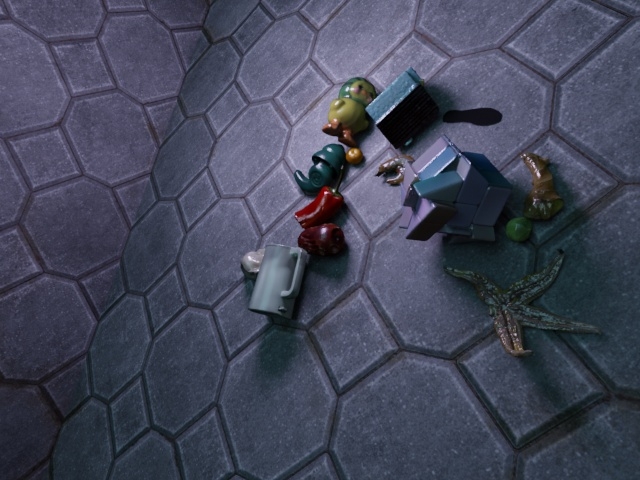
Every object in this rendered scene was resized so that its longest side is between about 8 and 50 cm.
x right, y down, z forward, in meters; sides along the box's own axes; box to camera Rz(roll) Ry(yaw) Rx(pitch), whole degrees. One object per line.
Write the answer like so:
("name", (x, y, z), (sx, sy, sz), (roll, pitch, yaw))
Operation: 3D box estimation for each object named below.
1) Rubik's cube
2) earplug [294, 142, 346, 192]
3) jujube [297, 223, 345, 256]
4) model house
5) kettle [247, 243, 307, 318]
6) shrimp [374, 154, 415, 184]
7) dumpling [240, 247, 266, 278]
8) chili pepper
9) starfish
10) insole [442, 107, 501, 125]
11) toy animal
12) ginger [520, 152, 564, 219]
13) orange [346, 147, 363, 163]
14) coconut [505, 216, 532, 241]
("Rubik's cube", (0.471, -0.168, 1.552), (0.387, 0.358, 0.368), (-96, 17, -55))
("earplug", (0.012, -0.363, 2.104), (0.280, 0.164, 0.257), (-48, 13, -5))
("jujube", (0.000, 0.000, 1.933), (0.230, 0.155, 0.155), (0, 71, 41))
("model house", (0.383, -0.581, 1.896), (0.280, 0.230, 0.249), (-41, 93, 19))
("kettle", (-0.193, 0.186, 1.935), (0.205, 0.265, 0.318), (15, 73, -2))
("shrimp", (0.331, -0.313, 1.887), (0.187, 0.051, 0.133), (-17, 61, 26))
("dumpling", (-0.329, 0.109, 2.142), (0.172, 0.142, 0.247), (-52, 25, -16))
("chili pepper", (0.039, -0.179, 1.986), (0.338, 0.134, 0.131), (-40, 66, 21))
("starfish", (0.647, 0.204, 1.391), (0.383, 0.132, 0.398), (-22, 46, 19))
("insole", (0.637, -0.524, 1.785), (0.253, 0.005, 0.086), (15, 79, 39))
("toy animal", (0.142, -0.636, 2.076), (0.338, 0.216, 0.191), (-65, 23, -8))
("ginger", (0.771, -0.193, 1.503), (0.131, 0.086, 0.295), (-24, 50, 37))
("orange", (0.163, -0.406, 2.037), (0.083, 0.070, 0.083), (-4, 67, 9))
("coconut", (0.699, -0.039, 1.482), (0.088, 0.087, 0.096), (-63, 21, -3))
